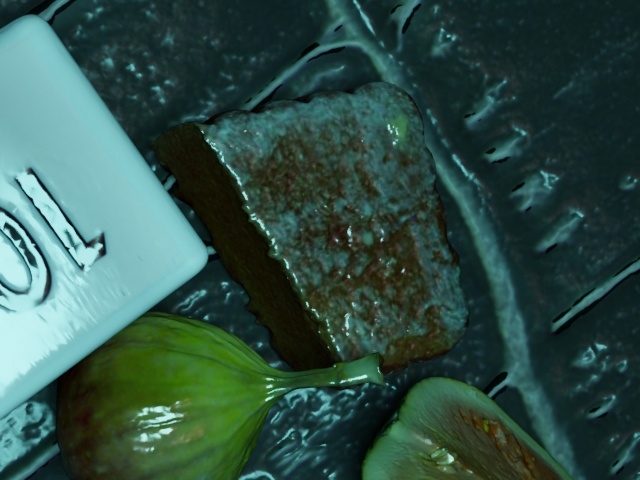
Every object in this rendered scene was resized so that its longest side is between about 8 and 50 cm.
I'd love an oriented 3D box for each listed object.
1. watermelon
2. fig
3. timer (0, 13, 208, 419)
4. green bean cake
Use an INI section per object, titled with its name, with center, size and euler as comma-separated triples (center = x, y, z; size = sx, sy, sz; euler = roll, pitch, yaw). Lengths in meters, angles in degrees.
[watermelon]
center = 0.128, 0.227, 0.946
size = 0.303, 0.159, 0.128
euler = 42, 105, -16
[fig]
center = -0.078, 0.112, 0.858
size = 0.231, 0.143, 0.160
euler = -25, 99, -10
[timer]
center = -0.220, -0.008, 0.790
size = 0.192, 0.194, 0.195
euler = -37, 99, -17
[green bean cake]
center = 0.000, 0.000, 0.920
size = 0.199, 0.097, 0.232
euler = -19, 94, -21
